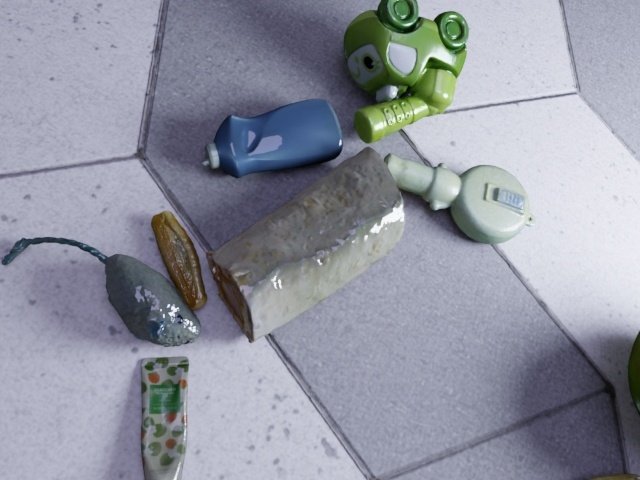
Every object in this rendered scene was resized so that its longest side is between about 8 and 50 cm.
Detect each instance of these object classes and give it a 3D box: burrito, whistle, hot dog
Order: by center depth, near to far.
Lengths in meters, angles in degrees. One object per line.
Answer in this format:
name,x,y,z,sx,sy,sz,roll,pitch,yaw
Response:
hot dog,-0.178,0.025,0.740,0.044,0.028,0.137,-28,74,2
burrito,-0.003,-0.003,0.762,0.299,0.105,0.143,-35,77,-24
whistle,0.214,-0.073,0.875,0.257,0.067,0.126,19,63,-5

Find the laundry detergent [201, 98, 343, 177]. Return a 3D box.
laundry detergent,-0.073,-0.141,0.823,0.206,0.061,0.097,-17,82,-21

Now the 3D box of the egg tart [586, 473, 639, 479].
egg tart,0.403,0.446,0.669,0.340,0.132,0.342,5,66,-11

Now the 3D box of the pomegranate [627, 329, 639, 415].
pomegranate,0.559,0.237,0.760,0.309,0.216,0.359,14,66,-7

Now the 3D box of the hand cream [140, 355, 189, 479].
hand cream,-0.180,0.214,0.662,0.057,0.037,0.165,1,62,-16

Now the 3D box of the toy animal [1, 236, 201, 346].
toy animal,-0.253,0.047,0.688,0.252,0.070,0.079,30,55,0

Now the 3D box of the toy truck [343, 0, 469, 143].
toy truck,0.135,-0.260,0.897,0.186,0.148,0.211,-7,90,-22
